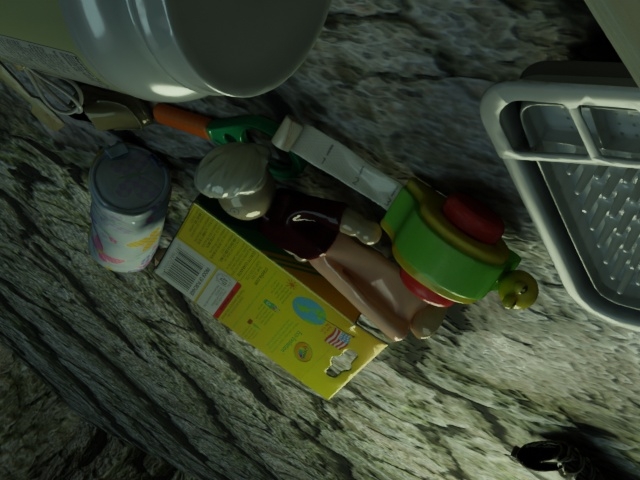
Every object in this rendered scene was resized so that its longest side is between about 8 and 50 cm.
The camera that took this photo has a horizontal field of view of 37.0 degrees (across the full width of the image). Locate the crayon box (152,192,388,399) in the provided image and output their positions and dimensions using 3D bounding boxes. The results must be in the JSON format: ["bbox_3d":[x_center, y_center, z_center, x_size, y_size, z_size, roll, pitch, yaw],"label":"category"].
[{"bbox_3d":[-0.061,0.070,1.340,0.318,0.081,0.202,38,140,-2],"label":"crayon box"}]

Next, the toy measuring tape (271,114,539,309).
[{"bbox_3d":[0.082,-0.024,0.995,0.330,0.121,0.121,34,155,4],"label":"toy measuring tape"}]

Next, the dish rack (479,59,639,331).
[{"bbox_3d":[0.302,-0.024,0.762,0.286,0.072,0.333,12,149,40],"label":"dish rack"}]

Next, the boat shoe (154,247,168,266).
[{"bbox_3d":[-0.196,0.035,1.538,0.170,0.063,0.059,13,146,22],"label":"boat shoe"}]

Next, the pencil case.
[{"bbox_3d":[-0.298,-0.044,1.459,0.124,0.113,0.273,47,156,8],"label":"pencil case"}]

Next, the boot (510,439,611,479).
[{"bbox_3d":[0.400,0.360,1.307,0.229,0.091,0.263,42,157,-15],"label":"boot"}]

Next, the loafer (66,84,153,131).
[{"bbox_3d":[-0.285,-0.170,1.290,0.148,0.050,0.056,15,148,38],"label":"loafer"}]

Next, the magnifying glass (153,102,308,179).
[{"bbox_3d":[-0.114,-0.131,1.179,0.231,0.026,0.092,19,151,29],"label":"magnifying glass"}]

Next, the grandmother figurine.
[{"bbox_3d":[0.000,0.000,1.141,0.342,0.104,0.208,36,148,-19],"label":"grandmother figurine"}]

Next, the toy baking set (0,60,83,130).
[{"bbox_3d":[-0.386,-0.245,1.222,0.197,0.030,0.256,26,139,-1],"label":"toy baking set"}]

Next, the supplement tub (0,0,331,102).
[{"bbox_3d":[-0.173,-0.245,0.794,0.325,0.235,0.235,18,150,33],"label":"supplement tub"}]

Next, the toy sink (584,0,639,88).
[{"bbox_3d":[0.226,-0.178,0.503,0.131,0.152,0.234,-3,134,53],"label":"toy sink"}]
